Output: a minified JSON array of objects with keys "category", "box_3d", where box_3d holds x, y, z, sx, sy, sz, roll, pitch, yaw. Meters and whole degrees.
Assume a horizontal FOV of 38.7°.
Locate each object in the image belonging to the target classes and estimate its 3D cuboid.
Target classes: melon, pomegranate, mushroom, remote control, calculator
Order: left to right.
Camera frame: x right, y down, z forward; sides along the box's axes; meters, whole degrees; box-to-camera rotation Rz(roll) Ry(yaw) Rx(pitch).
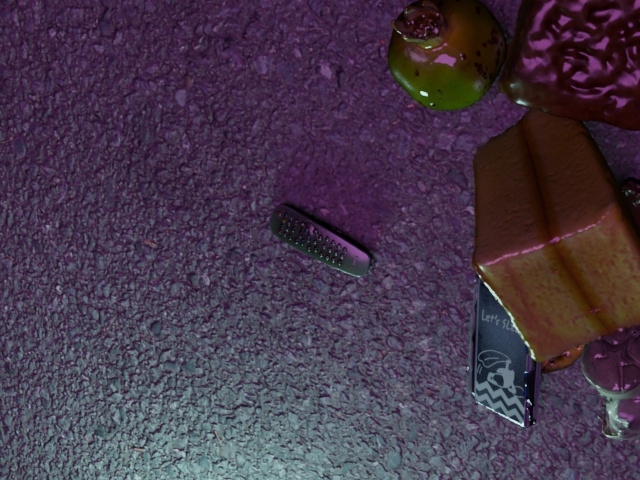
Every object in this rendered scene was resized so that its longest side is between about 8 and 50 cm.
[{"category":"remote control","box_3d":[0.000,0.000,1.773,0.222,0.042,0.072,28,114,15]},{"category":"pomegranate","box_3d":[0.190,-0.311,1.496,0.198,0.246,0.198,15,111,42]},{"category":"calculator","box_3d":[0.335,0.194,1.660,0.166,0.028,0.274,22,117,50]},{"category":"melon","box_3d":[0.420,0.151,1.622,0.128,0.079,0.160,51,141,27]},{"category":"mushroom","box_3d":[0.606,0.263,1.569,0.278,0.099,0.096,-32,105,23]}]

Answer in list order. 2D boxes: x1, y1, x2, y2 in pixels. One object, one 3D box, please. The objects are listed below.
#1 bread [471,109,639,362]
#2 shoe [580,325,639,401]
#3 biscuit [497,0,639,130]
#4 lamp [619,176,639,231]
[{"category":"bread","box_3d":[0.388,-0.037,1.491,0.233,0.361,0.245,-25,121,23]},{"category":"shoe","box_3d":[0.561,0.131,1.511,0.132,0.210,0.342,39,83,27]},{"category":"biscuit","box_3d":[0.471,-0.357,1.359,0.343,0.166,0.394,12,115,6]},{"category":"lamp","box_3d":[0.489,0.014,1.529,0.118,0.118,0.253,29,109,13]}]
